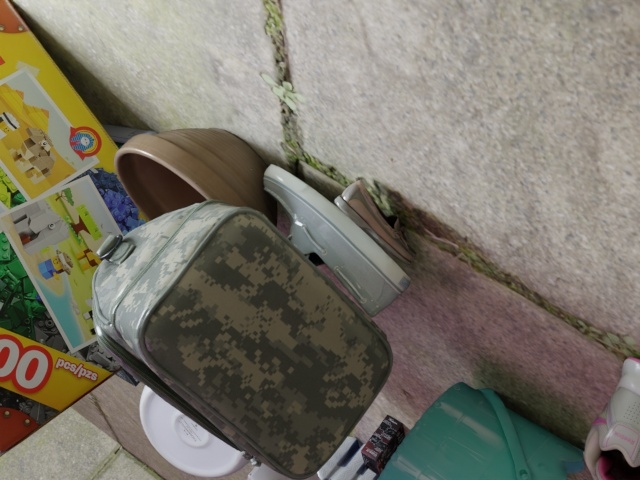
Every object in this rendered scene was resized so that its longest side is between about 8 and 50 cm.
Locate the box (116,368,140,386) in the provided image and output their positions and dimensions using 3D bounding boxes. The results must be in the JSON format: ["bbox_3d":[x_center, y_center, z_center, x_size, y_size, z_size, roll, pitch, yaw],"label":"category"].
[{"bbox_3d":[-0.378,0.174,2.303,0.180,0.147,0.077,23,153,40],"label":"box"}]

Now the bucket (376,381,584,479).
[{"bbox_3d":[0.186,0.323,1.503,0.183,0.281,0.281,35,158,19],"label":"bucket"}]

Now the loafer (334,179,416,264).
[{"bbox_3d":[0.070,-0.019,1.333,0.125,0.039,0.045,39,-173,-31],"label":"loafer"}]

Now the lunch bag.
[{"bbox_3d":[-0.102,0.107,1.377,0.305,0.212,0.256,43,167,-25],"label":"lunch bag"}]

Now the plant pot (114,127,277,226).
[{"bbox_3d":[-0.133,-0.061,1.495,0.237,0.110,0.237,34,157,17],"label":"plant pot"}]

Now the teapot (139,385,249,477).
[{"bbox_3d":[-0.197,0.292,2.204,0.252,0.187,0.256,11,121,19],"label":"teapot"}]

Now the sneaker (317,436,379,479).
[{"bbox_3d":[0.131,0.484,2.114,0.315,0.127,0.182,39,163,22],"label":"sneaker"}]

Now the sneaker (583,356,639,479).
[{"bbox_3d":[0.331,0.231,1.283,0.103,0.111,0.252,26,154,33],"label":"sneaker"}]

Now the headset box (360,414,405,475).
[{"bbox_3d":[0.097,0.326,1.892,0.032,0.083,0.062,29,156,26],"label":"headset box"}]

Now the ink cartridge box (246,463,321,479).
[{"bbox_3d":[-0.052,0.534,2.498,0.198,0.115,0.273,38,158,8],"label":"ink cartridge box"}]

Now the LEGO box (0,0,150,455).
[{"bbox_3d":[-0.436,-0.009,1.594,0.500,0.372,0.193,53,151,0],"label":"LEGO box"}]

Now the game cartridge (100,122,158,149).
[{"bbox_3d":[-0.258,-0.071,1.756,0.355,0.068,0.230,13,149,50],"label":"game cartridge"}]

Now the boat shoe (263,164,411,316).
[{"bbox_3d":[0.001,0.001,1.387,0.227,0.081,0.079,42,179,24],"label":"boat shoe"}]
